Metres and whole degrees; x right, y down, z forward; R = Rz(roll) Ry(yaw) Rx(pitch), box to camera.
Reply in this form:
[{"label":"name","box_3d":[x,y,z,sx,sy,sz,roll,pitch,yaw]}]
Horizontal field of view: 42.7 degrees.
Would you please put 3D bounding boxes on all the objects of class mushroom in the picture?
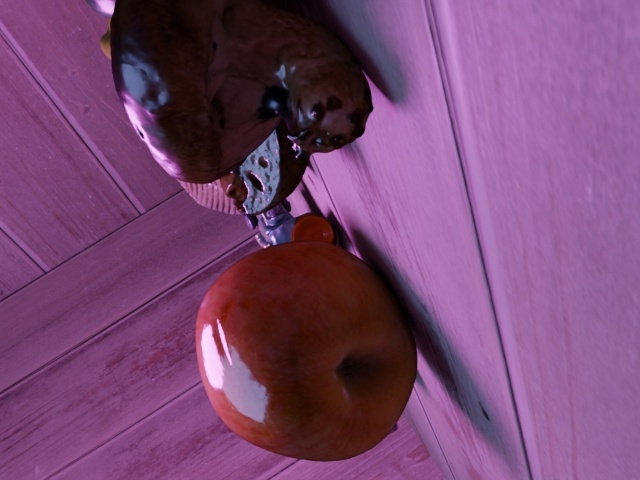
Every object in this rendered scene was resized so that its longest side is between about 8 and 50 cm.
[{"label":"mushroom","box_3d":[-0.083,-0.180,0.811,0.254,0.267,0.267,24,-177,-12]}]

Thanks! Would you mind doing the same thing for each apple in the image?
[{"label":"apple","box_3d":[-0.018,0.197,1.448,0.346,0.391,0.391,-1,125,53]}]

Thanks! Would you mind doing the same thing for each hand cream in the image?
[{"label":"hand cream","box_3d":[0.000,0.000,1.735,0.140,0.089,0.314,52,-176,11]}]

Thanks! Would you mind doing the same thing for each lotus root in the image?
[{"label":"lotus root","box_3d":[-0.088,-0.203,1.057,0.314,0.142,0.210,56,-145,-34]}]

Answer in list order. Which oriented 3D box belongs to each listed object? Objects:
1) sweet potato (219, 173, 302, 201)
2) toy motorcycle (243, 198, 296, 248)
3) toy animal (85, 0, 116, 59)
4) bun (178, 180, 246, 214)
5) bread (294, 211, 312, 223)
[{"label":"sweet potato","box_3d":[-0.131,-0.169,1.557,0.158,0.157,0.370,60,180,-28]},{"label":"toy motorcycle","box_3d":[-0.086,-0.012,1.856,0.198,0.109,0.296,61,171,13]},{"label":"toy animal","box_3d":[-0.266,-0.385,1.346,0.191,0.216,0.338,24,154,28]},{"label":"bun","box_3d":[-0.225,-0.195,1.927,0.281,0.205,0.281,17,154,9]},{"label":"bread","box_3d":[-0.024,-0.005,1.964,0.132,0.074,0.053,55,159,16]}]
